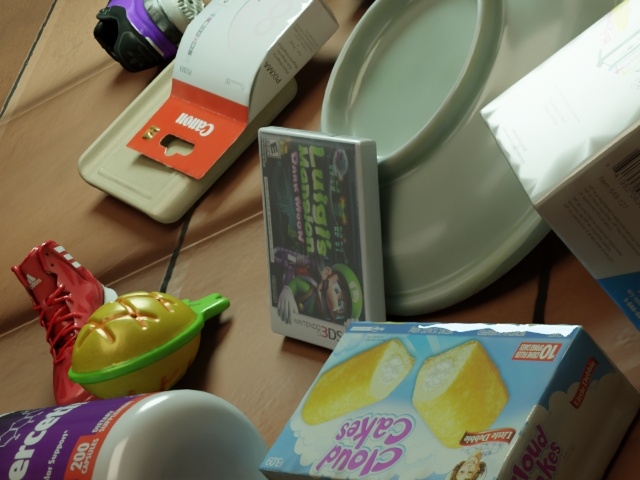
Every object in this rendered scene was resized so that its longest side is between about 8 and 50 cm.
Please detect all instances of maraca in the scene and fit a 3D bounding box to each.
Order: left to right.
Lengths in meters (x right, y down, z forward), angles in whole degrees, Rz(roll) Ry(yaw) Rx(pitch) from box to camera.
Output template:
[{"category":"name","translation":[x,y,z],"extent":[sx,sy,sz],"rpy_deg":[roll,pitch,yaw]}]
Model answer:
[{"category":"maraca","translation":[-0.163,0.093,1.875],"extent":[0.127,0.099,0.186],"rpy_deg":[-8,17,36]}]

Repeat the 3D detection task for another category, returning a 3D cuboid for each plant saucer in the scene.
[{"category":"plant saucer","translation":[0.104,-0.134,1.724],"extent":[0.400,0.100,0.400],"rpy_deg":[-37,38,35]}]

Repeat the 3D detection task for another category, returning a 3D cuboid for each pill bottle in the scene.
[{"category":"pill bottle","translation":[-0.196,0.225,1.631],"extent":[0.323,0.181,0.181],"rpy_deg":[-12,41,45]}]

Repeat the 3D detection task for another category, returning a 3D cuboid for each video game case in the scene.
[{"category":"video game case","translation":[0.000,0.000,1.720],"extent":[0.022,0.190,0.173],"rpy_deg":[-9,11,-31]}]

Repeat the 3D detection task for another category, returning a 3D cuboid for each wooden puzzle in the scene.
[{"category":"wooden puzzle","translation":[-0.150,-0.121,2.219],"extent":[0.221,0.044,0.239],"rpy_deg":[-47,32,-10]}]

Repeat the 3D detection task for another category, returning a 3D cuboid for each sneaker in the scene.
[{"category":"sneaker","translation":[-0.268,0.085,1.981],"extent":[0.087,0.128,0.221],"rpy_deg":[-37,28,11]},{"category":"sneaker","translation":[-0.231,-0.306,2.514],"extent":[0.146,0.102,0.293],"rpy_deg":[-37,28,13]}]

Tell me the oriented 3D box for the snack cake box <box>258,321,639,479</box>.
[{"category":"snack cake box","translation":[0.092,0.146,1.465],"extent":[0.264,0.089,0.152],"rpy_deg":[-2,47,52]}]

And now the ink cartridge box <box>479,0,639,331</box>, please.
[{"category":"ink cartridge box","translation":[0.273,-0.078,1.454],"extent":[0.233,0.171,0.168],"rpy_deg":[-37,28,10]}]

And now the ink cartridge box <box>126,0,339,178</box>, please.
[{"category":"ink cartridge box","translation":[-0.110,-0.186,2.165],"extent":[0.232,0.066,0.189],"rpy_deg":[-44,32,-14]}]
